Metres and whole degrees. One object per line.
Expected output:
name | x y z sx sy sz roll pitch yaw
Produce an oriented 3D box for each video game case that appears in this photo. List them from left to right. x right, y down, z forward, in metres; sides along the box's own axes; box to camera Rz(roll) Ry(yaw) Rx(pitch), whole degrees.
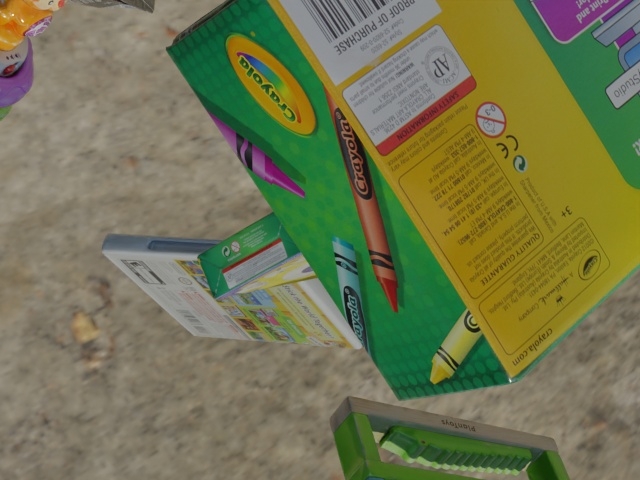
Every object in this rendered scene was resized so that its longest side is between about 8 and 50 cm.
video game case | -0.086 0.054 1.551 0.206 0.227 0.026 3 65 24

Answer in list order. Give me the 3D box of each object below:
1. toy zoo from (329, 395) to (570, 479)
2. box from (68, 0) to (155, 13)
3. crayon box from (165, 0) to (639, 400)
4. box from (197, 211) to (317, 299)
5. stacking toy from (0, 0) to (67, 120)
toy zoo | 0.122 0.239 0.992 0.030 0.192 0.293 -54 36 33
box | -0.228 -0.354 1.445 0.142 0.163 0.247 7 94 3
crayon box | 0.099 -0.084 0.598 0.165 0.278 0.081 57 151 -8
box | 0.000 0.000 1.184 0.105 0.179 0.043 -29 81 37
stacking toy | -0.285 -0.139 1.154 0.302 0.175 0.165 -29 87 31
